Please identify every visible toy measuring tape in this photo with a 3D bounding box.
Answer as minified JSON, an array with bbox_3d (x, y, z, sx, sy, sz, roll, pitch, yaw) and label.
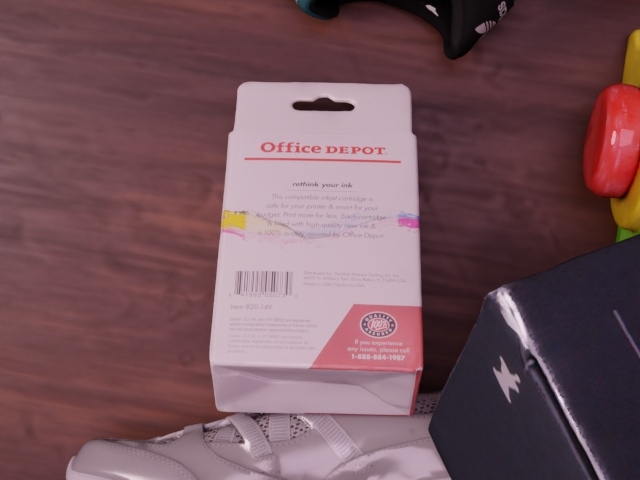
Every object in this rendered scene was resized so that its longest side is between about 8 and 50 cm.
[{"bbox_3d":[0.226,-0.116,0.649,0.121,0.121,0.330,8,88,1],"label":"toy measuring tape"}]

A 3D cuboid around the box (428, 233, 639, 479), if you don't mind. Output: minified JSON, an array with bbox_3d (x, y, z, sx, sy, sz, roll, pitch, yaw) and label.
[{"bbox_3d":[0.297,0.119,0.513,0.395,0.212,0.294,-19,67,-12],"label":"box"}]

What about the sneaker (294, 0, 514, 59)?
[{"bbox_3d":[-0.017,-0.210,0.659,0.302,0.108,0.121,23,84,0],"label":"sneaker"}]

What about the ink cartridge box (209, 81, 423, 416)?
[{"bbox_3d":[0.000,0.000,0.648,0.115,0.067,0.198,2,58,1],"label":"ink cartridge box"}]

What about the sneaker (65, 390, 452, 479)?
[{"bbox_3d":[-0.011,0.129,0.667,0.281,0.105,0.115,0,66,-1],"label":"sneaker"}]
